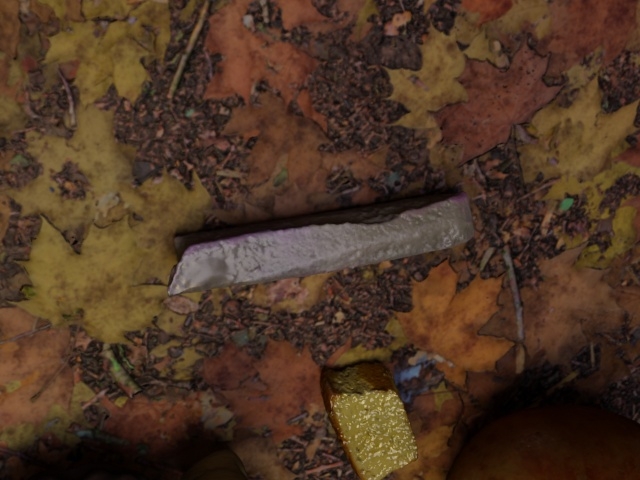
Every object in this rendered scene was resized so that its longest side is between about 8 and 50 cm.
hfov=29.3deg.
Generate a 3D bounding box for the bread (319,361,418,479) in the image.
[{"bbox_3d":[0.067,0.243,1.645,0.103,0.065,0.187,-20,116,-3],"label":"bread"}]

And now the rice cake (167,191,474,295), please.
[{"bbox_3d":[0.001,0.000,1.513,0.399,0.064,0.070,-10,106,-14],"label":"rice cake"}]

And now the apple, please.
[{"bbox_3d":[0.343,0.415,1.668,0.400,0.333,0.400,1,103,3],"label":"apple"}]

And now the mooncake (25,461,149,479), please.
[{"bbox_3d":[-0.286,0.406,1.478,0.283,0.283,0.141,-8,158,-15],"label":"mooncake"}]

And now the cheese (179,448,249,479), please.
[{"bbox_3d":[-0.112,0.353,1.525,0.093,0.263,0.159,-18,94,-8],"label":"cheese"}]
